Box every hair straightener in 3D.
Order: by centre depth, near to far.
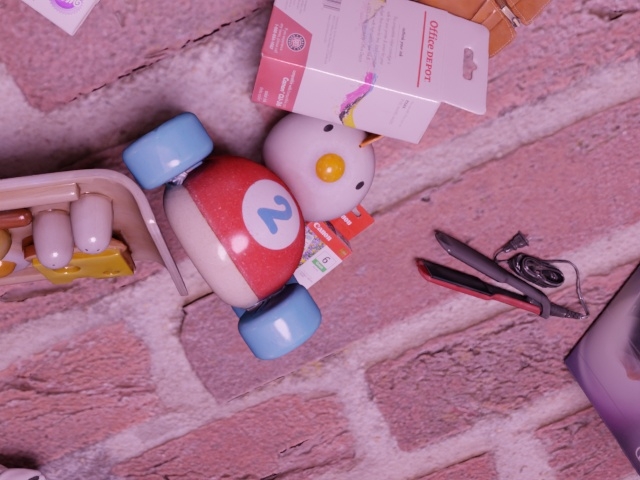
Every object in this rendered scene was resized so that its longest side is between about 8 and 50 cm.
[{"bbox_3d":[0.226,0.038,0.877,0.230,0.047,0.089,22,113,-18],"label":"hair straightener"}]

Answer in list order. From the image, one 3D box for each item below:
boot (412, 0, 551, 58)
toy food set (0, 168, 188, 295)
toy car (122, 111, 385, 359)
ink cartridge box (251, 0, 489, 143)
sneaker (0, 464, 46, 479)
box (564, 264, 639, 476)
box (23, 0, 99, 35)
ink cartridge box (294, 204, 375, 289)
[{"bbox_3d":[0.169,-0.275,0.692,0.152,0.073,0.197,37,120,-22],"label":"boot"},{"bbox_3d":[-0.285,0.033,0.695,0.306,0.092,0.219,-7,161,-4],"label":"toy food set"},{"bbox_3d":[-0.023,-0.055,0.717,0.238,0.210,0.219,-33,103,-5],"label":"toy car"},{"bbox_3d":[0.047,-0.161,0.689,0.198,0.115,0.067,14,150,-6],"label":"ink cartridge box"},{"bbox_3d":[-0.418,0.371,0.948,0.118,0.110,0.292,22,120,8],"label":"sneaker"},{"bbox_3d":[0.465,0.138,0.821,0.183,0.296,0.294,22,112,-19],"label":"box"},{"bbox_3d":[-0.320,-0.295,0.616,0.324,0.067,0.063,35,108,-22],"label":"box"},{"bbox_3d":[0.000,0.000,0.836,0.115,0.029,0.063,-38,116,13],"label":"ink cartridge box"}]
